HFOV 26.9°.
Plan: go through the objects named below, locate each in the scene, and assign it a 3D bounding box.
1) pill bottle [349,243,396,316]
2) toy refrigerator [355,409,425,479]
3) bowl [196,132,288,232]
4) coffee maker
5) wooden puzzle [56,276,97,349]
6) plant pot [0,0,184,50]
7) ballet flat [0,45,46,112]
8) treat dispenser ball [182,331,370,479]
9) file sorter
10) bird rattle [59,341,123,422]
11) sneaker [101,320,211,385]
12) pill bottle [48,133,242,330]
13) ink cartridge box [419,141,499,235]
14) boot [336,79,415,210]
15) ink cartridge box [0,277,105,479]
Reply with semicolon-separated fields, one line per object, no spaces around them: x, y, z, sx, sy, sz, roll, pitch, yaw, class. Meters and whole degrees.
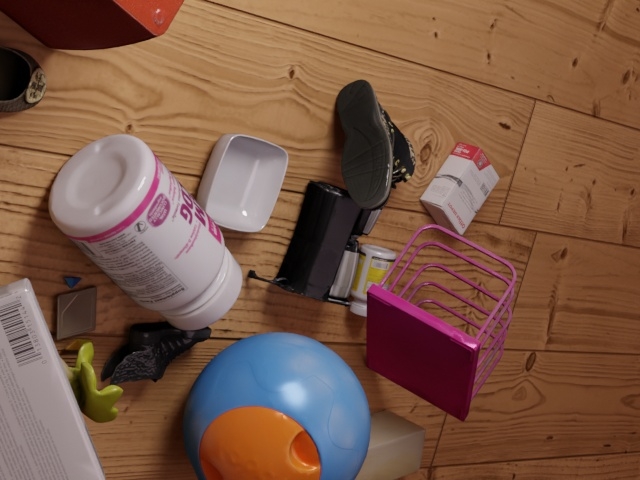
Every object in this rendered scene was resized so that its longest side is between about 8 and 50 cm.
0.086;0.070;2.293;0.065;0.065;0.116;4;104;-48;pill bottle
0.058;0.386;2.376;0.269;0.102;0.094;-9;113;-46;toy refrigerator
-0.124;-0.089;2.006;0.142;0.053;0.142;15;95;-49;bowl
0.000;0.000;2.129;0.171;0.120;0.178;12;97;-48;coffee maker
-0.345;0.103;1.885;0.078;0.014;0.116;-7;112;-50;wooden puzzle
-0.269;-0.380;1.582;0.267;0.236;0.267;38;78;-49;plant pot
-0.406;-0.209;1.617;0.250;0.058;0.084;24;77;-62;ballet flat
-0.067;0.284;2.054;0.288;0.288;0.288;-22;122;-40;treat dispenser ball
0.211;0.136;2.289;0.182;0.202;0.290;-53;161;-24;file sorter
-0.406;0.234;1.829;0.253;0.143;0.207;-45;122;-2;bird rattle
-0.242;0.169;1.998;0.170;0.051;0.089;0;107;-42;sneaker
-0.232;-0.003;1.847;0.160;0.160;0.283;-54;138;-15;pill bottle
0.250;-0.093;2.404;0.135;0.056;0.099;-55;137;-15;ink cartridge box
0.102;-0.122;2.142;0.178;0.085;0.236;45;31;-51;boot
-0.447;0.230;1.721;0.261;0.066;0.296;-20;106;-8;ink cartridge box
